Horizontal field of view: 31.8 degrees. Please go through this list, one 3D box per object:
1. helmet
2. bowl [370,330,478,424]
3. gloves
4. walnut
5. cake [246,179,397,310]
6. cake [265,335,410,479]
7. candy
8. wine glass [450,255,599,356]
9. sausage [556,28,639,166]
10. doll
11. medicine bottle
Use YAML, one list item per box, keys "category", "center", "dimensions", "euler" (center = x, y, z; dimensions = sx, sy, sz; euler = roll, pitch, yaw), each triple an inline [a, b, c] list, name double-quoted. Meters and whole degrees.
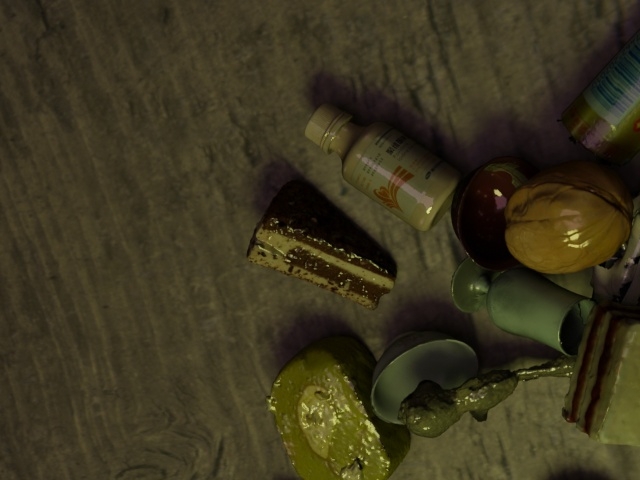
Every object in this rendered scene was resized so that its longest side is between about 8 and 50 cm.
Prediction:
- category: "helmet"
  center: [0.255, -0.037, 1.691]
  dimensions: [0.155, 0.106, 0.175]
  euler: [21, 81, -21]
- category: "bowl"
  center: [0.154, 0.205, 1.820]
  dimensions: [0.189, 0.189, 0.086]
  euler: [-60, 36, 26]
- category: "gloves"
  center: [0.448, 0.013, 1.622]
  dimensions: [0.111, 0.128, 0.212]
  euler: [16, 94, 47]
- category: "walnut"
  center: [0.342, -0.031, 1.563]
  dimensions: [0.159, 0.159, 0.207]
  euler: [60, 149, -2]
- category: "cake"
  center: [0.010, 0.001, 1.868]
  dimensions: [0.246, 0.135, 0.112]
  euler: [22, 130, -14]
- category: "cake"
  center: [0.025, 0.298, 1.893]
  dimensions: [0.179, 0.156, 0.260]
  euler: [-26, 92, 22]
- category: "candy"
  center: [0.512, 0.195, 1.553]
  dimensions: [0.321, 0.135, 0.179]
  euler: [8, 100, -15]
- category: "wine glass"
  center: [0.305, 0.094, 1.663]
  dimensions: [0.231, 0.103, 0.103]
  euler: [23, 119, 52]
- category: "sausage"
  center: [0.476, -0.245, 1.536]
  dimensions: [0.117, 0.125, 0.317]
  euler: [44, 115, 7]
- category: "doll"
  center: [0.261, 0.228, 1.740]
  dimensions: [0.286, 0.203, 0.091]
  euler: [-27, 76, 32]
- category: "medicine bottle"
  center: [0.093, -0.124, 1.750]
  dimensions: [0.252, 0.114, 0.114]
  euler: [35, 117, 13]
